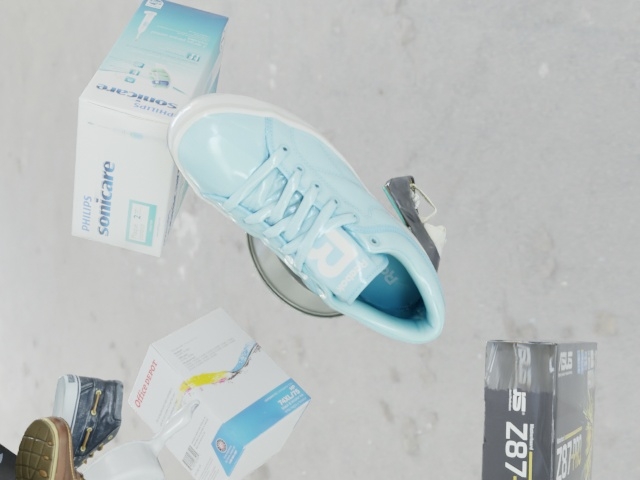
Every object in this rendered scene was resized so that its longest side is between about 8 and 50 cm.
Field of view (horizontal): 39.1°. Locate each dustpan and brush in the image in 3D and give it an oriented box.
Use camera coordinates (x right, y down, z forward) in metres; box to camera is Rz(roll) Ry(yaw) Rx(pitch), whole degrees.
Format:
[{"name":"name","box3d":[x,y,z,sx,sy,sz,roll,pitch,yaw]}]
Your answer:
[{"name":"dustpan and brush","box3d":[-0.220,0.278,1.102,0.060,0.211,0.147,41,162,37]}]

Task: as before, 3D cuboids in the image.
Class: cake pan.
[{"name":"cake pan","box3d":[0.000,0.000,1.682,0.054,0.293,0.293,-34,67,51]}]

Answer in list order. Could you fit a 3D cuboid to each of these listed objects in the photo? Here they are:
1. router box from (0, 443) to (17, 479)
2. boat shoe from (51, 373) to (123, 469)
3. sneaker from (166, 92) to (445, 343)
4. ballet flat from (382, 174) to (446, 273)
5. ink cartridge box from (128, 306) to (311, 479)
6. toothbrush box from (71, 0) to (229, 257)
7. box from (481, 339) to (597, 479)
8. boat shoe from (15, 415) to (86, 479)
[{"name":"router box","box3d":[-0.390,0.290,0.886,0.309,0.081,0.243,74,-178,-57]},{"name":"boat shoe","box3d":[-0.309,0.265,1.169,0.065,0.083,0.183,28,106,59]},{"name":"sneaker","box3d":[0.006,-0.016,0.926,0.135,0.366,0.150,-51,28,11]},{"name":"ballet flat","box3d":[0.169,-0.025,1.510,0.074,0.074,0.203,-50,54,48]},{"name":"ink cartridge box","box3d":[-0.201,0.312,1.759,0.270,0.197,0.198,44,133,18]},{"name":"toothbrush box","box3d":[-0.225,-0.159,1.207,0.296,0.126,0.216,-78,3,-52]},{"name":"box","box3d":[0.301,0.292,1.213,0.097,0.395,0.318,-1,83,24]},{"name":"boat shoe","box3d":[-0.273,0.251,0.923,0.064,0.060,0.178,31,120,37]}]
